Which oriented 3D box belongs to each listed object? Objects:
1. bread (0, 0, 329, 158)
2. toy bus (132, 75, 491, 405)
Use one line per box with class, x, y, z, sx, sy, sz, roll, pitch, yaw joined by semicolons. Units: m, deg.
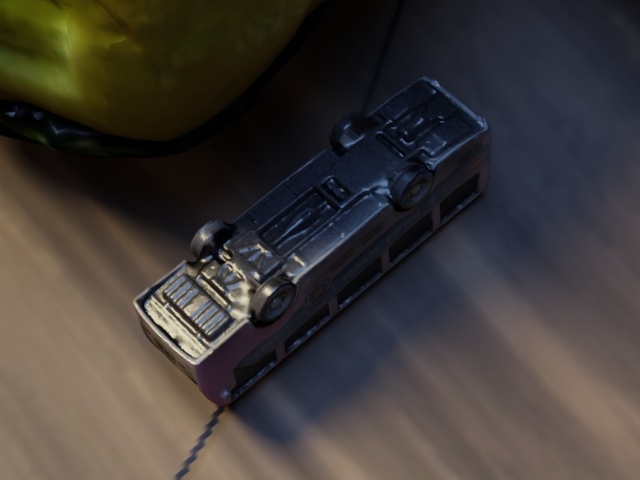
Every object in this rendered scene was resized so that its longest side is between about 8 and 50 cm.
bread;-0.033;-0.204;0.523;0.251;0.208;0.376;48;71;-18
toy bus;0.000;0.000;0.535;0.131;0.052;0.037;-40;63;-17
